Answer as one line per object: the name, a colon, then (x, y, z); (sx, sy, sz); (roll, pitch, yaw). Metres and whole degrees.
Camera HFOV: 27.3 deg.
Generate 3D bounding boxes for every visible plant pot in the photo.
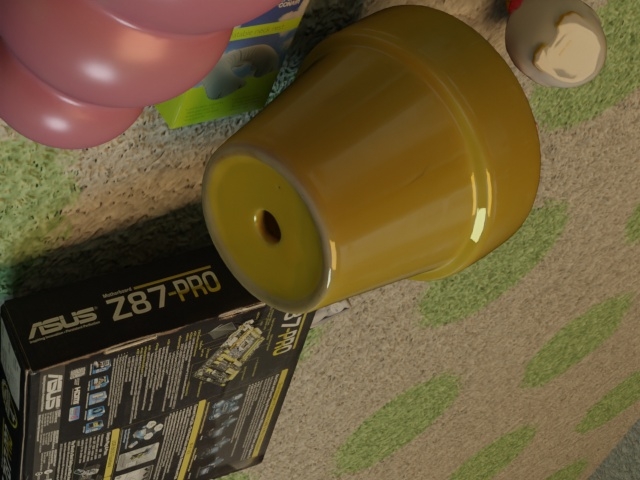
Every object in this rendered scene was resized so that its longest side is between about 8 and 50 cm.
plant pot: (0.030, -0.058, 1.197); (0.239, 0.254, 0.254); (-31, 156, -36)

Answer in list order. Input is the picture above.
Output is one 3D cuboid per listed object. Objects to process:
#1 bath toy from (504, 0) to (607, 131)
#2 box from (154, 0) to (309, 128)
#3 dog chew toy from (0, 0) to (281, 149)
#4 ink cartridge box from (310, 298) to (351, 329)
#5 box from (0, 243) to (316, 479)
bath toy: (0.147, -0.135, 1.410); (0.348, 0.129, 0.151); (-45, 118, 8)
box: (-0.073, -0.181, 1.146); (0.109, 0.042, 0.178); (-17, 149, -35)
dog chew toy: (-0.132, -0.187, 0.897); (0.206, 0.207, 0.332); (-10, 152, -43)
ink cartridge box: (-0.085, 0.078, 1.519); (0.208, 0.045, 0.206); (-27, 154, 5)
box: (-0.185, 0.165, 1.419); (0.318, 0.097, 0.395); (-14, 148, -23)
